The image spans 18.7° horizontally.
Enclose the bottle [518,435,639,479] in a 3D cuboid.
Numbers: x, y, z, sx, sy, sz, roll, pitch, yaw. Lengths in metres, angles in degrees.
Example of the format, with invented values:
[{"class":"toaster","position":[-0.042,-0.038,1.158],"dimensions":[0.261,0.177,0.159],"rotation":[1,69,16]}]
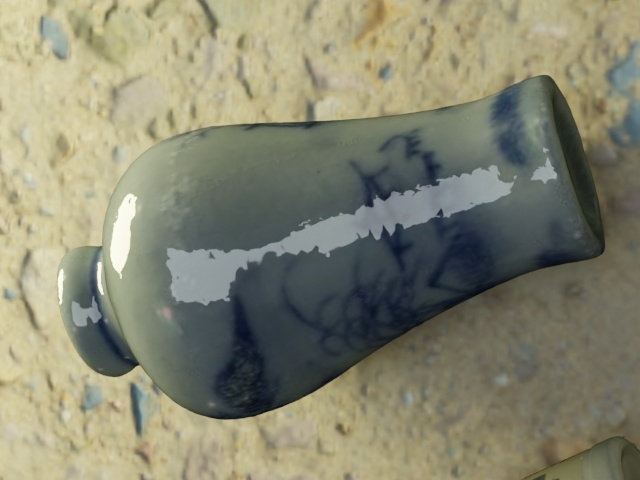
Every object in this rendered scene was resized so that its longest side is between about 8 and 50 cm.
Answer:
[{"class":"bottle","position":[0.063,0.161,0.942],"dimensions":[0.217,0.060,0.060],"rotation":[-28,81,25]}]

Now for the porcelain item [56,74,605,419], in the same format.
[{"class":"porcelain item","position":[0.000,0.000,0.925],"dimensions":[0.259,0.141,0.141],"rotation":[-19,85,17]}]
